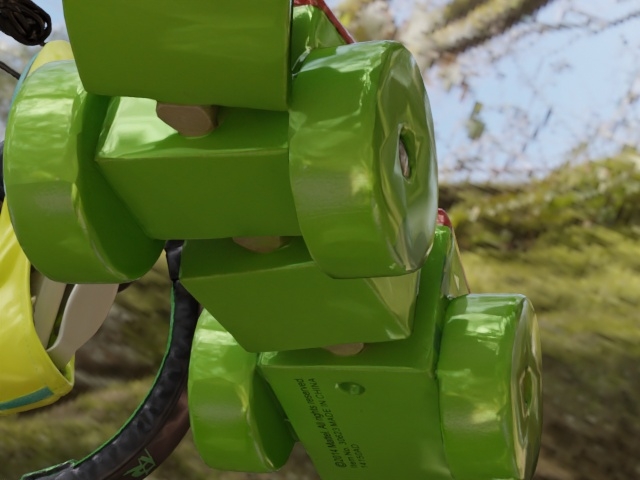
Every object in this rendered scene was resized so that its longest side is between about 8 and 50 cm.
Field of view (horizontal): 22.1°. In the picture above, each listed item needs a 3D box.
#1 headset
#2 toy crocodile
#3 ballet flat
[{"bbox_3d":[-0.197,-0.011,1.092,0.185,0.243,0.394,40,-146,-71],"label":"headset"},{"bbox_3d":[0.000,0.000,0.527,0.340,0.115,0.105,60,-146,-51],"label":"toy crocodile"},{"bbox_3d":[-0.134,-0.012,0.877,0.077,0.077,0.231,51,-139,-47],"label":"ballet flat"}]
